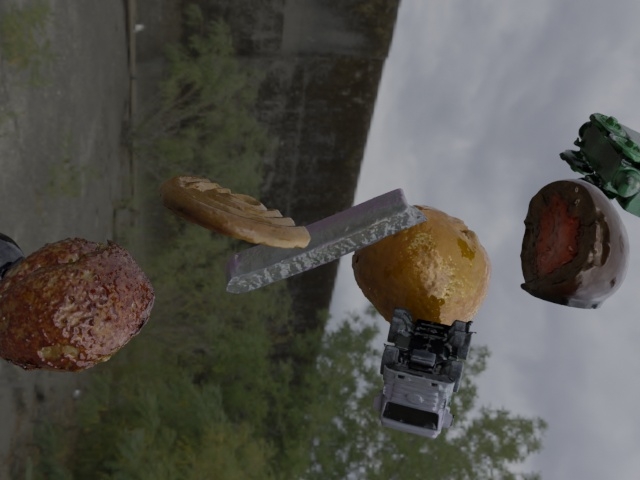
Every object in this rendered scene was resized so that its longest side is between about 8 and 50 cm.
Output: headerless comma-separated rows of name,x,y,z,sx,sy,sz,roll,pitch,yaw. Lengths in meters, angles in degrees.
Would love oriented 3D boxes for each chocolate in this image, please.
chocolate,0.279,0.000,0.828,0.127,0.124,0.133,-10,117,-57

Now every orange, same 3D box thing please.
orange,0.247,0.068,1.795,0.293,0.340,0.340,-43,-161,7

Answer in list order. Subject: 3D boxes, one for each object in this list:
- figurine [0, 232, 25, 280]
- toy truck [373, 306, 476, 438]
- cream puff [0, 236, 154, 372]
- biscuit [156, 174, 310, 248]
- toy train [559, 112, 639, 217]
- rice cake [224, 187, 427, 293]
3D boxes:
figurine,-0.616,0.079,1.335,0.308,0.309,0.143,103,-12,-48
toy truck,0.209,0.258,1.509,0.363,0.177,0.177,-37,137,-74
cream puff,-0.367,0.085,1.104,0.240,0.240,0.163,-117,-170,-72
biscuit,-0.131,-0.044,0.977,0.224,0.145,0.033,27,-74,34
toy train,0.651,-0.165,1.633,0.145,0.202,0.266,-59,-160,30
rice cake,-0.001,0.000,1.405,0.064,0.399,0.070,63,7,-46
